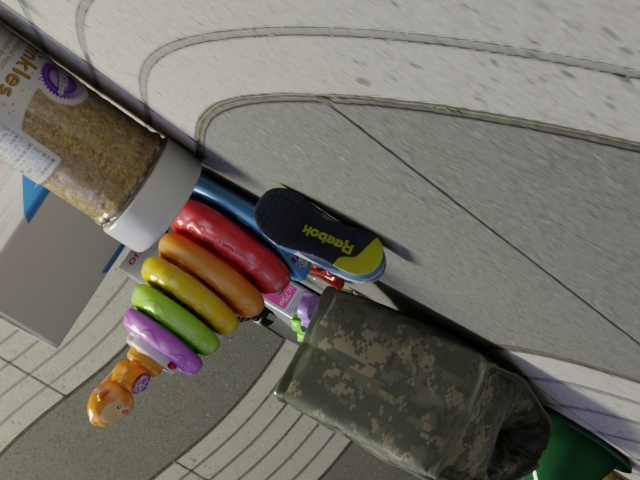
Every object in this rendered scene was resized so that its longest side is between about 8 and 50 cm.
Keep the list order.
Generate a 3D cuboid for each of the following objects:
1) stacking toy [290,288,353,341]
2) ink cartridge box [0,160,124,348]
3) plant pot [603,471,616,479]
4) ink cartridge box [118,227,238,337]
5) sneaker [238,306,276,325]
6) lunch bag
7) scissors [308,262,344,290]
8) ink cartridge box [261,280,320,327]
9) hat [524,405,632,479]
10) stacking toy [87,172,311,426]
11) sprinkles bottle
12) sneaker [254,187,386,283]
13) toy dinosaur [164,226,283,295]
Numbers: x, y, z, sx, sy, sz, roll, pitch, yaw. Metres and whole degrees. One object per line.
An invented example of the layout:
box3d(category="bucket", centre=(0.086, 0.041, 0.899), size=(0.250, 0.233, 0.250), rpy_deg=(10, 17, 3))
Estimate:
box3d(category="stacking toy", centre=(0.002, 0.114, 1.786), size=(0.166, 0.052, 0.221), rpy_deg=(7, 161, 28))
box3d(category="ink cartridge box", centre=(-0.455, -0.042, 1.986), size=(0.166, 0.285, 0.395), rpy_deg=(37, 173, -34))
box3d(category="plant pot", centre=(0.371, 0.359, 1.865), size=(0.134, 0.095, 0.134), rpy_deg=(32, 173, 4))
box3d(category="ink cartridge box", centre=(-0.188, 0.038, 1.946), size=(0.190, 0.140, 0.082), rpy_deg=(28, 170, 35))
box3d(category="sneaker", centre=(-0.163, 0.058, 2.143), size=(0.162, 0.106, 0.281), rpy_deg=(34, 174, 19))
box3d(category="lunch bag", centre=(0.124, 0.189, 1.522), size=(0.235, 0.169, 0.287), rpy_deg=(24, 177, 32))
box3d(category="scissors", centre=(0.019, 0.038, 1.544), size=(0.109, 0.021, 0.297), rpy_deg=(38, 170, -23))
box3d(category="ink cartridge box", centre=(0.050, 0.159, 2.056), size=(0.311, 0.065, 0.186), rpy_deg=(32, 173, 26))
box3d(category="hat", centre=(0.277, 0.319, 1.635), size=(0.173, 0.184, 0.208), rpy_deg=(34, 173, -10))
box3d(category="stacking toy", centre=(-0.162, 0.085, 1.461), size=(0.165, 0.302, 0.175), rpy_deg=(30, 166, 25))
box3d(category="sprinkles bottle", centre=(-0.296, -0.130, 1.331), size=(0.355, 0.121, 0.121), rpy_deg=(35, 173, -17))
box3d(category="sneaker", centre=(0.000, 0.000, 1.204), size=(0.144, 0.053, 0.059), rpy_deg=(31, 175, 26))
box3d(category="toy dinosaur", centre=(-0.160, -0.013, 1.796), size=(0.268, 0.064, 0.118), rpy_deg=(35, 157, -28))
